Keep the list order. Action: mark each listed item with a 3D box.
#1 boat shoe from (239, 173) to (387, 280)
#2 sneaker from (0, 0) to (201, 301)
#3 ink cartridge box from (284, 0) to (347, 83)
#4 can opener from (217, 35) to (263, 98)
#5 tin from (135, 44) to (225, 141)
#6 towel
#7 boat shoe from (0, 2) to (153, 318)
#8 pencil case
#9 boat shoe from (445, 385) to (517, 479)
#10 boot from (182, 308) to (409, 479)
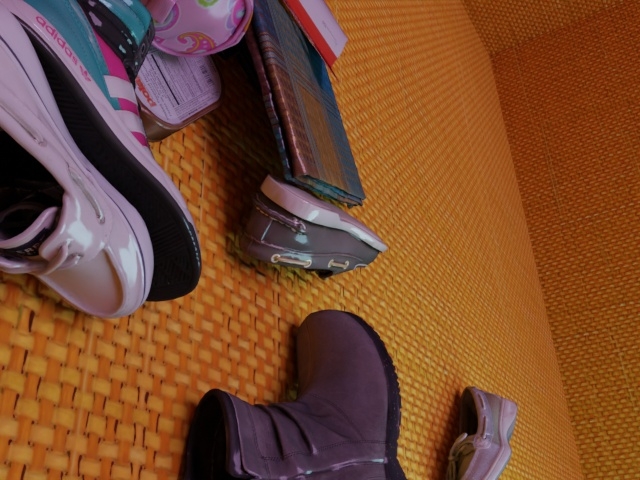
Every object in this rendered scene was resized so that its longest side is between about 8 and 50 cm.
[{"bbox_3d":[-0.003,-0.002,0.852,0.109,0.091,0.305,35,6,25],"label":"boat shoe"},{"bbox_3d":[-0.178,-0.097,0.541,0.178,0.124,0.295,-93,166,-45],"label":"sneaker"},{"bbox_3d":[-0.021,-0.356,0.994,0.189,0.066,0.232,50,8,-32],"label":"ink cartridge box"},{"bbox_3d":[-0.096,-0.245,0.884,0.059,0.073,0.186,41,-10,50],"label":"can opener"},{"bbox_3d":[-0.163,-0.173,0.710,0.106,0.040,0.189,60,28,-15],"label":"tin"},{"bbox_3d":[-0.022,-0.185,0.900,0.370,0.040,0.271,5,67,-76],"label":"towel"},{"bbox_3d":[-0.182,-0.023,0.423,0.088,0.096,0.267,-95,177,-45],"label":"boat shoe"},{"bbox_3d":[-0.154,-0.333,0.692,0.124,0.124,0.283,21,49,-59],"label":"pencil case"},{"bbox_3d":[0.268,0.358,1.157,0.320,0.103,0.118,-38,153,-60],"label":"boat shoe"},{"bbox_3d":[-0.025,0.177,0.662,0.223,0.118,0.338,25,31,-33],"label":"boot"}]
